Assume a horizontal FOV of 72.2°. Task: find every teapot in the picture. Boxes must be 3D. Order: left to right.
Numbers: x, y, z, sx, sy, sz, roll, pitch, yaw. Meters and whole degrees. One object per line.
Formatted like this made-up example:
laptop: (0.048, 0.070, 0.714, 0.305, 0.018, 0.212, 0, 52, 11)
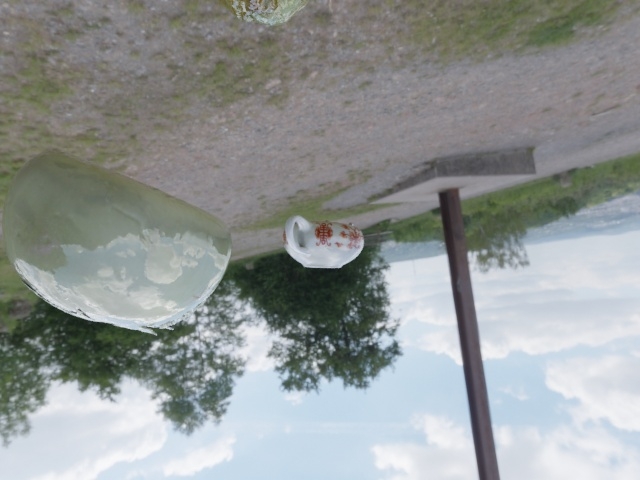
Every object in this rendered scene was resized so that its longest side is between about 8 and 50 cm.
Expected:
teapot: (0.000, 0.000, 0.858, 0.159, 0.116, 0.245, 14, 178, 22)

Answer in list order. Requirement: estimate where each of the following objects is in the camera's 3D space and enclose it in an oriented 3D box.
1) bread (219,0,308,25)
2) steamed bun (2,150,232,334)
bread: (-0.117, -0.377, 0.523, 0.130, 0.267, 0.152, -42, 176, 34)
steamed bun: (-0.334, 0.012, 0.706, 0.334, 0.232, 0.312, 19, 177, 30)
